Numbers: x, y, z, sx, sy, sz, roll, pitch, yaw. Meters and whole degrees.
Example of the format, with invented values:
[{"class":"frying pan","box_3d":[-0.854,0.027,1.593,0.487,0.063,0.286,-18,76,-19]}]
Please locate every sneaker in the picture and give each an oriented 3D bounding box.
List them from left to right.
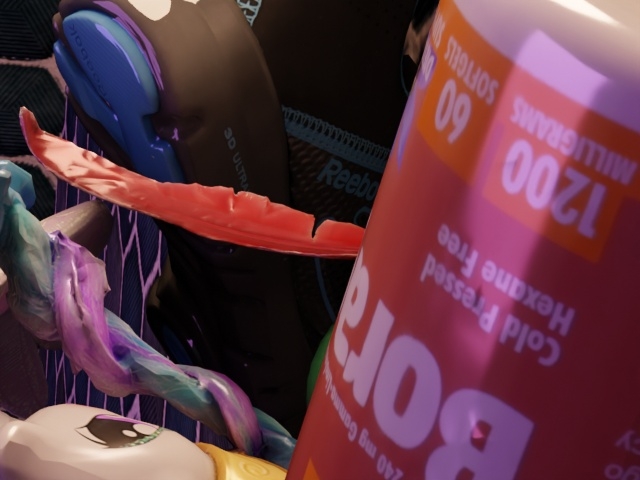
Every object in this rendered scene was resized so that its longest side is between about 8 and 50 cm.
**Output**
[{"class":"sneaker","box_3d":[0.000,0.000,0.763,0.125,0.140,0.341,46,161,29]}]

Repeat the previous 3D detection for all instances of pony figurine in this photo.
[{"class":"pony figurine","box_3d":[-0.188,0.065,0.616,0.351,0.363,0.303,-36,30,65]}]

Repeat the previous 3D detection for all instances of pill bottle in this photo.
[{"class":"pill bottle","box_3d":[0.057,0.046,0.400,0.121,0.121,0.216,-110,34,-60]}]

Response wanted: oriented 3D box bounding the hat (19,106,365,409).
[{"class":"hat","box_3d":[0.008,0.041,0.527,0.208,0.184,0.173,165,108,-77]}]
